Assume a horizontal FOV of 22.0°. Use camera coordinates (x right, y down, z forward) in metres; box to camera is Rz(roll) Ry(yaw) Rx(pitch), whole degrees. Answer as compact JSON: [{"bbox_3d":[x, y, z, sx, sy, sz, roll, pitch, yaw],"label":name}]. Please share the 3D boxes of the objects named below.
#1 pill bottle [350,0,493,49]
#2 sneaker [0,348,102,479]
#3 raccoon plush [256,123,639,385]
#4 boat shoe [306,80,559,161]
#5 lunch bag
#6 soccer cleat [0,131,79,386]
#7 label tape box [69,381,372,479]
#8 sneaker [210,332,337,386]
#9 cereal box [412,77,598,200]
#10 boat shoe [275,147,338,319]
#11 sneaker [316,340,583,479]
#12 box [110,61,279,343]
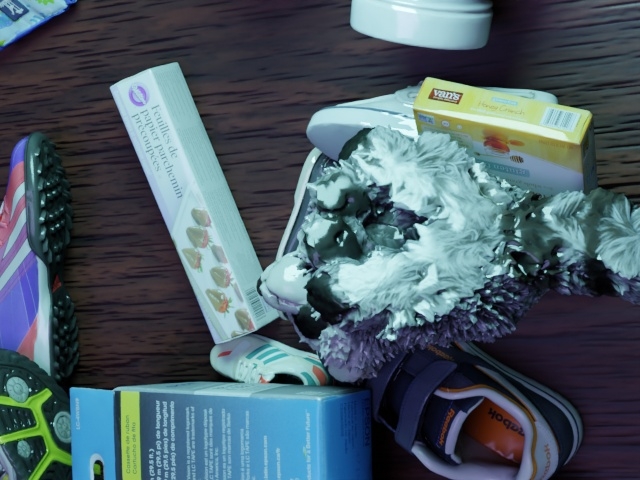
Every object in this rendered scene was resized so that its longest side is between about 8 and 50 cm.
[{"bbox_3d":[0.119,-0.365,1.616,0.188,0.188,0.334,15,109,23],"label":"pill bottle"},{"bbox_3d":[-0.344,0.305,2.006,0.147,0.145,0.385,-15,112,33],"label":"sneaker"},{"bbox_3d":[0.150,0.069,1.656,0.446,0.299,0.216,20,69,14],"label":"raccoon plush"},{"bbox_3d":[0.119,-0.126,1.734,0.267,0.088,0.096,2,148,24],"label":"boat shoe"},{"bbox_3d":[-0.373,-0.313,1.934,0.129,0.096,0.151,-27,105,27],"label":"lunch bag"},{"bbox_3d":[-0.365,0.025,1.998,0.116,0.108,0.318,3,108,13],"label":"soccer cleat"},{"bbox_3d":[-0.113,0.285,1.839,0.347,0.115,0.249,-1,92,34],"label":"label tape box"},{"bbox_3d":[-0.065,0.151,1.905,0.161,0.075,0.057,13,109,23],"label":"sneaker"},{"bbox_3d":[0.191,-0.056,1.658,0.173,0.047,0.240,13,148,21],"label":"cereal box"},{"bbox_3d":[0.000,0.000,1.835,0.065,0.075,0.206,20,107,24],"label":"boat shoe"},{"bbox_3d":[0.121,0.166,1.790,0.321,0.127,0.126,23,113,21],"label":"sneaker"},{"bbox_3d":[-0.143,-0.043,1.900,0.063,0.067,0.324,-21,94,29],"label":"box"}]
